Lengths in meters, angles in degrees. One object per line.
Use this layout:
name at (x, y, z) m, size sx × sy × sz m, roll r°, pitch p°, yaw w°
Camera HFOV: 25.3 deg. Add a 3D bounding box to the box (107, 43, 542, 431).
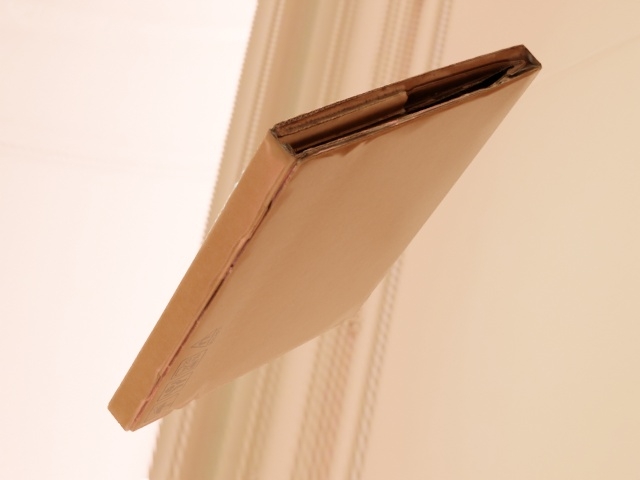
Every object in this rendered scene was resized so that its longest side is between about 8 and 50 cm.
box at (0.000, 0.000, 0.654) m, size 0.164 × 0.201 × 0.021 m, roll -24°, pitch -113°, yaw -43°
